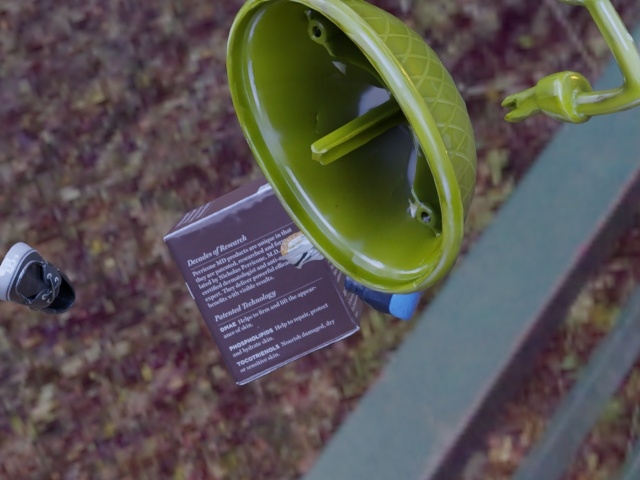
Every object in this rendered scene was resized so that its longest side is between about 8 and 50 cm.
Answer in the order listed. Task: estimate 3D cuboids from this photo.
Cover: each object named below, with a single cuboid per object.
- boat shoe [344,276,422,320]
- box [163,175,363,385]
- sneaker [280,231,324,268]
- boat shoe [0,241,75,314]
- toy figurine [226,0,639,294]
[{"bbox_3d":[0.088,-0.002,1.933,0.089,0.109,0.258,18,19,7],"label":"boat shoe"},{"bbox_3d":[-0.064,0.037,2.152,0.167,0.203,0.168,-25,7,8],"label":"box"},{"bbox_3d":[0.000,0.000,1.871,0.083,0.037,0.032,-27,37,12],"label":"sneaker"},{"bbox_3d":[-0.230,0.034,1.439,0.040,0.142,0.049,22,85,6],"label":"boat shoe"},{"bbox_3d":[0.016,-0.185,0.712,0.191,0.362,0.217,-36,-1,36],"label":"toy figurine"}]
